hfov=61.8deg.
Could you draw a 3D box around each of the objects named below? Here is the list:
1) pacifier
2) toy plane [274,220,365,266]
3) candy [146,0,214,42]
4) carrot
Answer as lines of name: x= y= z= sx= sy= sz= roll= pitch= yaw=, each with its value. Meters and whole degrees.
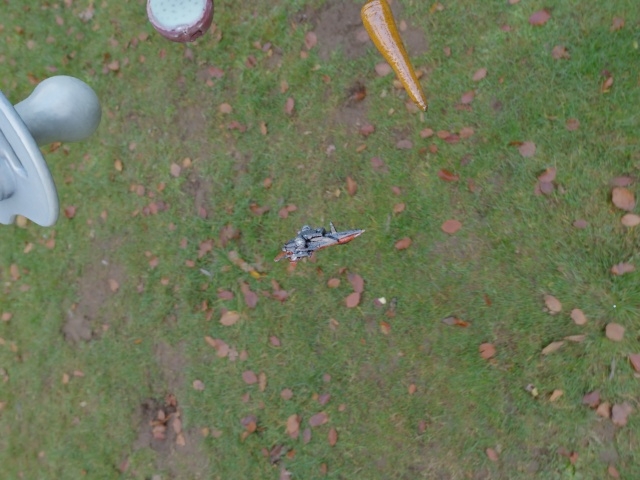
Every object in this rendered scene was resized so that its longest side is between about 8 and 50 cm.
pacifier: x=-0.378 y=-0.144 z=0.648 sx=0.299 sy=0.233 sz=0.244 roll=3 pitch=120 yaw=40
toy plane: x=-0.002 y=-0.003 z=1.076 sx=0.189 sy=0.130 sz=0.061 roll=-22 pitch=109 yaw=25
candy: x=-0.213 y=-0.355 z=0.819 sx=0.103 sy=0.043 sz=0.103 roll=0 pitch=84 yaw=3
carrot: x=0.141 y=-0.360 z=1.034 sx=0.061 sy=0.061 sz=0.257 roll=-24 pitch=86 yaw=24
